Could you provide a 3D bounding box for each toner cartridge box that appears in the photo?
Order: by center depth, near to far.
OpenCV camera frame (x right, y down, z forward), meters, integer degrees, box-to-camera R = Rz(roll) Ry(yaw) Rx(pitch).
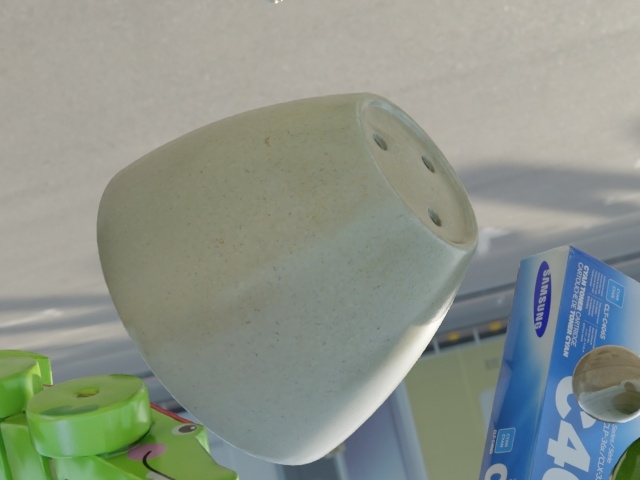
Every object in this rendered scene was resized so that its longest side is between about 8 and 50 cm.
[{"bbox_3d":[0.240,0.195,1.036,0.165,0.348,0.075,27,153,-25],"label":"toner cartridge box"}]

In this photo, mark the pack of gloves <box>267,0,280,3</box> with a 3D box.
[{"bbox_3d":[-0.048,-0.229,0.816,0.232,0.046,0.195,31,-132,31],"label":"pack of gloves"}]

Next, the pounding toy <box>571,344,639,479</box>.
[{"bbox_3d":[0.269,0.126,0.661,0.183,0.110,0.237,13,-155,-16],"label":"pounding toy"}]

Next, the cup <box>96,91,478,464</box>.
[{"bbox_3d":[0.000,0.000,1.007,0.237,0.331,0.331,-37,163,25],"label":"cup"}]

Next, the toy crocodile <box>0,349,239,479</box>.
[{"bbox_3d":[-0.143,0.129,0.662,0.105,0.115,0.340,-18,-168,-37],"label":"toy crocodile"}]
